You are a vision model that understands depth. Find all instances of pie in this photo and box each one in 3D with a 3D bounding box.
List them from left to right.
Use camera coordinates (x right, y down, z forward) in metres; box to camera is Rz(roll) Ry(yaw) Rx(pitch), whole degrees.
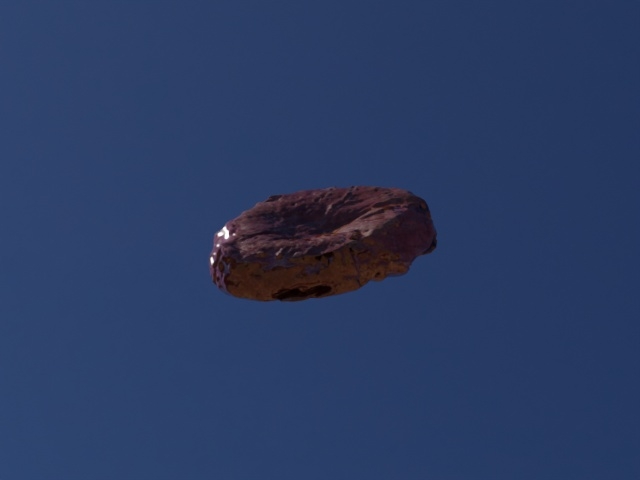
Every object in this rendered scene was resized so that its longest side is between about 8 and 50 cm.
[{"bbox_3d":[0.000,0.000,1.163,0.153,0.153,0.038,-4,-74,15],"label":"pie"}]
